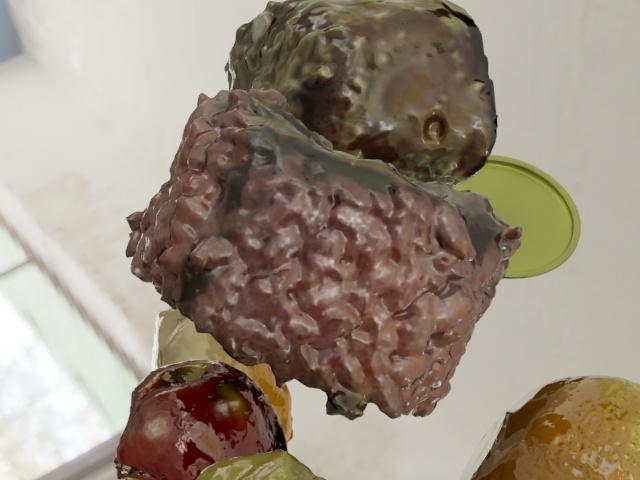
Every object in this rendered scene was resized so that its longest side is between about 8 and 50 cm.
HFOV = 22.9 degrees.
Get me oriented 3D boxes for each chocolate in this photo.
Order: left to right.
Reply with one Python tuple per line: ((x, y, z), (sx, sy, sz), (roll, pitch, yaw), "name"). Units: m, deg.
((0.016, -0.165, 1.698), (0.340, 0.210, 0.225), (25, -71, 59), "chocolate")

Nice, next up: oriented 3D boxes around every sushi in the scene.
((0.000, 0.000, 1.150), (0.270, 0.171, 0.236), (26, 11, -3), "sushi")

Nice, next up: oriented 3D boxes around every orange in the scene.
((0.261, 0.267, 1.721), (0.196, 0.262, 0.334), (43, -20, 11), "orange")

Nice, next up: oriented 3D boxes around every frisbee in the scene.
((0.249, -0.033, 2.219), (0.236, 0.236, 0.017), (51, -31, 30), "frisbee")

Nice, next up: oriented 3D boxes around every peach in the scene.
((-0.077, 0.169, 1.202), (0.092, 0.127, 0.172), (-9, -61, 34), "peach")

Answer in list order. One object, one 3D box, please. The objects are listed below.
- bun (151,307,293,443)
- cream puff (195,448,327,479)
((-0.112, 0.209, 1.737), (0.299, 0.165, 0.299), (-175, -90, -82), "bun")
((-0.012, 0.203, 0.782), (0.221, 0.194, 0.195), (29, -20, -2), "cream puff")
